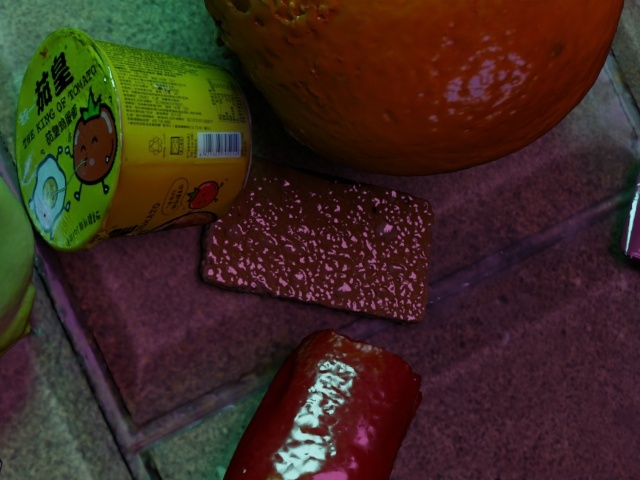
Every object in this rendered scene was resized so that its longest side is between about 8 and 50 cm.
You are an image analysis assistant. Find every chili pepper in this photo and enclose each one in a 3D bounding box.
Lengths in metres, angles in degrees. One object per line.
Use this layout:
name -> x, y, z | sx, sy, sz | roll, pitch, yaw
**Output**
chili pepper -> -0.029, 0.242, 1.237 | 0.135, 0.131, 0.338 | 30, 68, -8

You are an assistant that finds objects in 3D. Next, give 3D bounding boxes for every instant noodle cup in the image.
instant noodle cup -> -0.150, -0.081, 1.229 | 0.144, 0.182, 0.182 | -1, 79, -37

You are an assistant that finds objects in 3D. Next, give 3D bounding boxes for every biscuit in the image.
biscuit -> 0.000, 0.000, 1.365 | 0.231, 0.025, 0.131 | 14, 74, -25

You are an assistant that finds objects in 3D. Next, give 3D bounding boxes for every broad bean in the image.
broad bean -> -0.288, 0.014, 1.179 | 0.124, 0.082, 0.174 | -1, 80, -26

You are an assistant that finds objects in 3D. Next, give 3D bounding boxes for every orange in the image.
orange -> 0.053, -0.244, 1.236 | 0.326, 0.424, 0.424 | -37, 98, -3

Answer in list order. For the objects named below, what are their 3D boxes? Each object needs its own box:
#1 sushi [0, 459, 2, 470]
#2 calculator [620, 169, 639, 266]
sushi -> -0.357, 0.218, 1.047 | 0.212, 0.215, 0.227 | 15, 93, -19
calculator -> 0.397, 0.001, 1.570 | 0.190, 0.034, 0.126 | 29, 66, -25
